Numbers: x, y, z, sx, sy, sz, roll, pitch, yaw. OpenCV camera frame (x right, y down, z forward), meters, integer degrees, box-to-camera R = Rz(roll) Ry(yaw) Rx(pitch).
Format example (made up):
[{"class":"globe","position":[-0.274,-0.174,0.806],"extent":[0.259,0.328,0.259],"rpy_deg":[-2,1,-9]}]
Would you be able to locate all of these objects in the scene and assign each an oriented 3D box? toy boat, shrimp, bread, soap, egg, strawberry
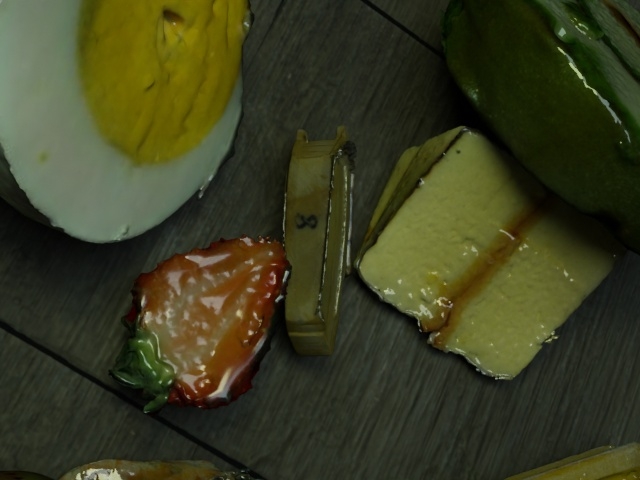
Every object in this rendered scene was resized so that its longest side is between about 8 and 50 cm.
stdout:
[{"class":"toy boat","position":[0.000,0.000,1.173],"extent":[0.068,0.088,0.226],"rpy_deg":[-2,77,16]},{"class":"shrimp","position":[-0.139,0.266,1.066],"extent":[0.219,0.046,0.152],"rpy_deg":[-2,78,-22]},{"class":"bread","position":[0.296,-0.152,1.248],"extent":[0.382,0.129,0.366],"rpy_deg":[1,52,-51]},{"class":"bread","position":[0.171,0.024,1.220],"extent":[0.240,0.135,0.178],"rpy_deg":[33,66,-18]},{"class":"soap","position":[0.241,0.302,1.226],"extent":[0.232,0.073,0.140],"rpy_deg":[-12,82,-27]},{"class":"egg","position":[-0.218,-0.165,1.032],"extent":[0.337,0.201,0.337],"rpy_deg":[-31,128,-50]},{"class":"strawberry","position":[-0.112,0.079,1.100],"extent":[0.140,0.085,0.192],"rpy_deg":[16,66,-14]}]

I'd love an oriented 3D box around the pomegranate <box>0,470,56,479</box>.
[{"class":"pomegranate","position":[-0.242,0.284,0.940],"extent":[0.179,0.179,0.210],"rpy_deg":[-37,96,-27]}]
